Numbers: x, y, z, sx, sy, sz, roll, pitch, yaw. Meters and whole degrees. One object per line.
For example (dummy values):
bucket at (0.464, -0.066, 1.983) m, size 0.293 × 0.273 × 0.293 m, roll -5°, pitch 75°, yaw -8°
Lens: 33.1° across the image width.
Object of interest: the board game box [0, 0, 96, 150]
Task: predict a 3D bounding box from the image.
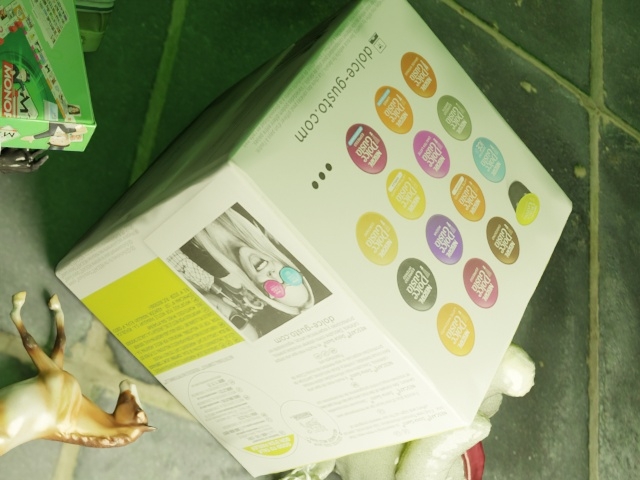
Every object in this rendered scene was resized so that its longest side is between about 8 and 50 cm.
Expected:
board game box at (-0.336, -0.229, 0.993) m, size 0.213 × 0.046 × 0.317 m, roll 2°, pitch 58°, yaw -29°

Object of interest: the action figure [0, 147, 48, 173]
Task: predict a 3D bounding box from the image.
action figure at (-0.393, -0.076, 0.976) m, size 0.275 × 0.141 × 0.164 m, roll -31°, pitch 83°, yaw -45°

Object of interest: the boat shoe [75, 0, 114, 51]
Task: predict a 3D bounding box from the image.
boat shoe at (-0.356, -0.249, 1.115) m, size 0.302 × 0.109 × 0.094 m, roll 1°, pitch 114°, yaw -30°

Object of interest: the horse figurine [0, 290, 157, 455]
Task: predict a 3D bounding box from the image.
horse figurine at (-0.300, 0.141, 1.013) m, size 0.263 × 0.066 × 0.174 m, roll -11°, pitch 72°, yaw -45°

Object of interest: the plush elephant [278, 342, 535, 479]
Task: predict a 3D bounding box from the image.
plush elephant at (0.140, 0.302, 1.190) m, size 0.330 × 0.272 × 0.255 m, roll -28°, pitch 76°, yaw -16°

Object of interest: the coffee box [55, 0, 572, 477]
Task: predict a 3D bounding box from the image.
coffee box at (0.000, 0.000, 1.142) m, size 0.334 × 0.338 × 0.338 m, roll 48°, pitch 48°, yaw -14°
